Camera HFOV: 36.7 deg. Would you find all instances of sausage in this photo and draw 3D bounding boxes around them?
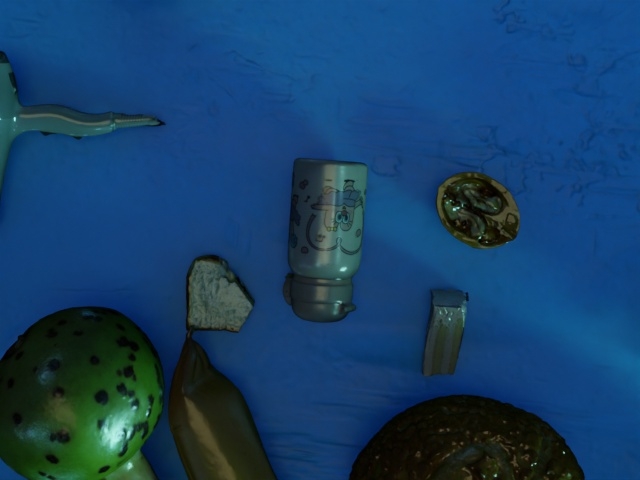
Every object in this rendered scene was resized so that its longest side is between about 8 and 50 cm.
[{"bbox_3d":[-0.128,0.270,1.256,0.112,0.112,0.328,-22,93,2],"label":"sausage"}]

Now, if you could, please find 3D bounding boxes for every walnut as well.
[{"bbox_3d":[0.202,-0.039,1.261,0.121,0.052,0.091,35,92,-4],"label":"walnut"}]

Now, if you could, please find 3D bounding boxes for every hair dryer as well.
[{"bbox_3d":[-0.368,-0.104,1.258,0.267,0.092,0.229,22,101,-11],"label":"hair dryer"}]

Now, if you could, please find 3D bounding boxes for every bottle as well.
[{"bbox_3d":[0.000,0.000,1.246,0.110,0.097,0.209,7,95,32],"label":"bottle"}]

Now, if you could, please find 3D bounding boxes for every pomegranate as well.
[{"bbox_3d":[-0.285,0.213,1.226,0.231,0.231,0.286,-34,133,2],"label":"pomegranate"}]

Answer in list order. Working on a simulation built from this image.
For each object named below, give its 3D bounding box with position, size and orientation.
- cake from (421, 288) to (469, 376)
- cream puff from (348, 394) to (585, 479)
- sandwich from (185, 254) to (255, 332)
[{"bbox_3d":[0.165,0.124,1.285,0.052,0.065,0.121,5,116,0],"label":"cake"},{"bbox_3d":[0.189,0.338,1.209,0.303,0.212,0.303,0,91,-4],"label":"cream puff"},{"bbox_3d":[-0.134,0.070,1.278,0.093,0.036,0.104,-2,92,1],"label":"sandwich"}]
